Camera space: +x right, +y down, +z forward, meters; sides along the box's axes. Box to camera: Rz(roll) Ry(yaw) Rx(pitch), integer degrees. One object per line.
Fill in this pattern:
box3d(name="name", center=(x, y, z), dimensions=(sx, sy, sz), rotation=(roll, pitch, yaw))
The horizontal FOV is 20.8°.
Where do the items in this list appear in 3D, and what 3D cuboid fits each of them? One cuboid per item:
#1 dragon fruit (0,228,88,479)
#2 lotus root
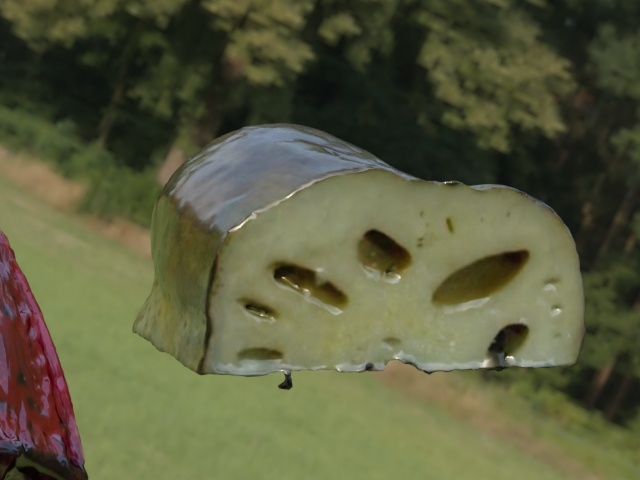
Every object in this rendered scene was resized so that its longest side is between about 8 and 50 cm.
box3d(name="dragon fruit", center=(-0.183, 0.030, 0.548), dimensions=(0.163, 0.189, 0.262), rotation=(8, -13, 28))
box3d(name="lotus root", center=(0.006, -0.002, 1.185), dimensions=(0.267, 0.149, 0.260), rotation=(1, 10, -23))
